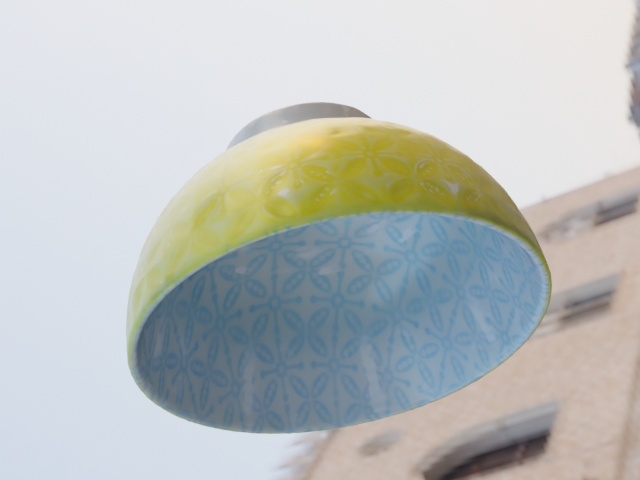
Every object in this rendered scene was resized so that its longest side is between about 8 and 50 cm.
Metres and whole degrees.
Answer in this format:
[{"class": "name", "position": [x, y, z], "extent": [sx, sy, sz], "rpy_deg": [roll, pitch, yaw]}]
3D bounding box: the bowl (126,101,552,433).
[{"class": "bowl", "position": [0.000, 0.000, 1.111], "extent": [0.289, 0.289, 0.156], "rpy_deg": [40, -149, -52]}]
